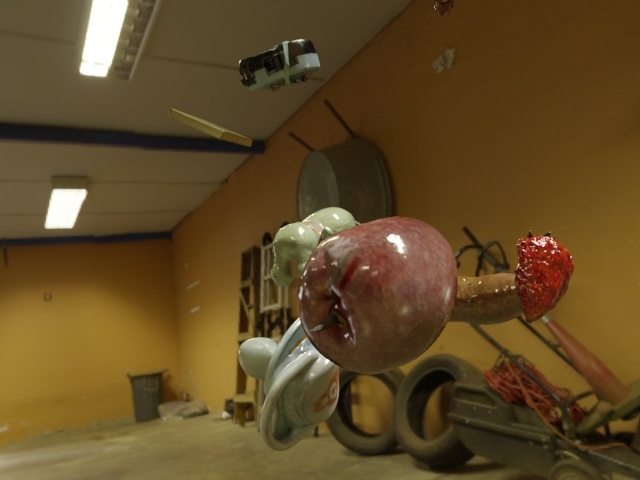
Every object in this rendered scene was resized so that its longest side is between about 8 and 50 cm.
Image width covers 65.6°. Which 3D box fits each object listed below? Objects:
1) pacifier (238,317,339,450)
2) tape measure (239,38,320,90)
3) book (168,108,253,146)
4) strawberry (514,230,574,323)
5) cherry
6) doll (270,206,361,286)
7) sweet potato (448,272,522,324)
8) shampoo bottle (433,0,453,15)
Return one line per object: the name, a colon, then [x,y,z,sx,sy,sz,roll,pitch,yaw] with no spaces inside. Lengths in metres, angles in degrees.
pacifier: [-0.075,0.245,0.923,0.207,0.278,0.227,22,40,31]
tape measure: [-0.094,-0.456,1.303,0.181,0.107,0.182,-12,12,26]
book: [-0.293,-0.307,1.369,0.161,0.026,0.231,24,9,7]
strawberry: [0.420,0.067,0.936,0.147,0.187,0.082,32,-26,-23]
cherry: [0.078,0.079,0.713,0.236,0.212,0.285,-11,11,43]
doll: [-0.007,-0.010,1.057,0.155,0.113,0.275,-15,16,38]
sweet potato: [0.408,0.140,1.178,0.337,0.131,0.131,-7,-8,43]
shampoo bottle: [0.437,-0.930,1.748,0.118,0.076,0.314,-8,-18,12]
